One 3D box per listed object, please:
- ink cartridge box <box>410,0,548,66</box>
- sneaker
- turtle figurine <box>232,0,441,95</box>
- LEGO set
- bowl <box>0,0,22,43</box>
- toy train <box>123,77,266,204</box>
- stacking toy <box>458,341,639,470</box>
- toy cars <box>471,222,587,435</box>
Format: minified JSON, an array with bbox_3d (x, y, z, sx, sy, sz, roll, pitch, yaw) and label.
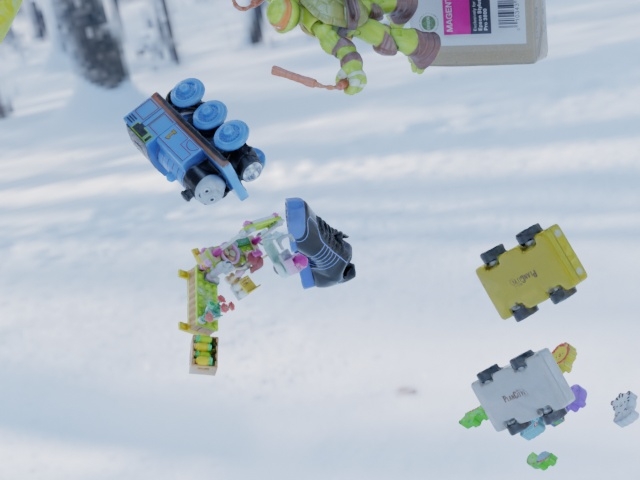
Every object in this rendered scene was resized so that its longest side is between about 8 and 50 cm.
[{"bbox_3d":[0.227,-0.375,2.168,0.193,0.234,0.088,0,15,21],"label":"ink cartridge box"},{"bbox_3d":[0.000,0.000,2.329,0.090,0.081,0.232,-9,-30,4],"label":"sneaker"},{"bbox_3d":[0.016,-0.254,1.645,0.217,0.087,0.269,0,37,-35],"label":"turtle figurine"},{"bbox_3d":[-0.110,0.050,1.992,0.107,0.132,0.287,-35,11,39],"label":"LEGO set"},{"bbox_3d":[-0.465,-0.254,1.612,0.289,0.156,0.289,-32,38,29],"label":"bowl"},{"bbox_3d":[-0.141,-0.108,1.688,0.105,0.080,0.184,-39,51,-7],"label":"toy train"},{"bbox_3d":[0.343,0.253,2.215,0.221,0.167,0.052,-37,31,32],"label":"stacking toy"},{"bbox_3d":[0.288,0.115,1.965,0.087,0.393,0.176,-27,44,-28],"label":"toy cars"}]
